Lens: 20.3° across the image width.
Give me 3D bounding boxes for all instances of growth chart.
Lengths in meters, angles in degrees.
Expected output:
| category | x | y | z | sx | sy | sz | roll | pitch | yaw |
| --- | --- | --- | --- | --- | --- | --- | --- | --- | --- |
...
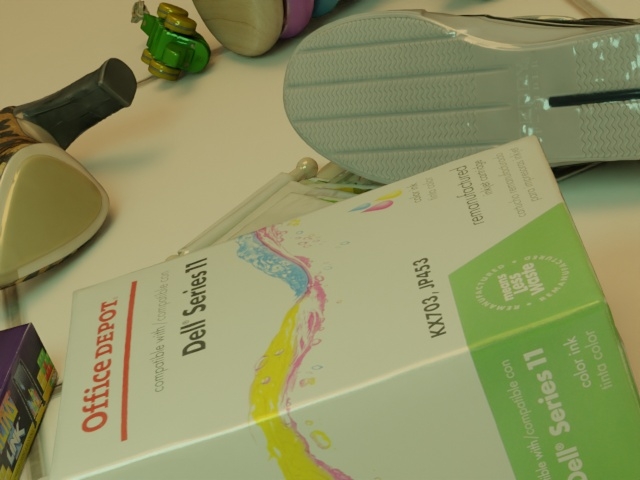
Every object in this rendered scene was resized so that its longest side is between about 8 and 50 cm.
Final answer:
| category | x | y | z | sx | sy | sz | roll | pitch | yaw |
| --- | --- | --- | --- | --- | --- | --- | --- | --- | --- |
| growth chart | 0.000 | 0.000 | 1.208 | 0.172 | 0.021 | 0.237 | -33 | 28 | -22 |

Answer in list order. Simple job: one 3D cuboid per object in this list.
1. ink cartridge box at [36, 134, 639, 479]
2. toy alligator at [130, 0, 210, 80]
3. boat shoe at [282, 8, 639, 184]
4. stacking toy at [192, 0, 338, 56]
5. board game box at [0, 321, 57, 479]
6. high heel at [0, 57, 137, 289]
| category | x | y | z | sx | sy | sz | roll | pitch | yaw |
| --- | --- | --- | --- | --- | --- | --- | --- | --- | --- |
| ink cartridge box | -0.021 | 0.086 | 0.946 | 0.353 | 0.119 | 0.207 | -19 | 26 | 5 |
| toy alligator | -0.134 | -0.186 | 1.640 | 0.051 | 0.056 | 0.190 | 16 | 15 | -20 |
| boat shoe | 0.135 | -0.091 | 1.197 | 0.335 | 0.121 | 0.119 | 6 | 6 | 33 |
| stacking toy | 0.041 | -0.288 | 1.624 | 0.330 | 0.141 | 0.141 | -27 | 26 | -24 |
| board game box | -0.254 | 0.129 | 1.127 | 0.141 | 0.048 | 0.170 | -17 | 26 | 14 |
| high heel | -0.252 | -0.025 | 1.413 | 0.186 | 0.093 | 0.261 | -26 | 28 | 37 |
